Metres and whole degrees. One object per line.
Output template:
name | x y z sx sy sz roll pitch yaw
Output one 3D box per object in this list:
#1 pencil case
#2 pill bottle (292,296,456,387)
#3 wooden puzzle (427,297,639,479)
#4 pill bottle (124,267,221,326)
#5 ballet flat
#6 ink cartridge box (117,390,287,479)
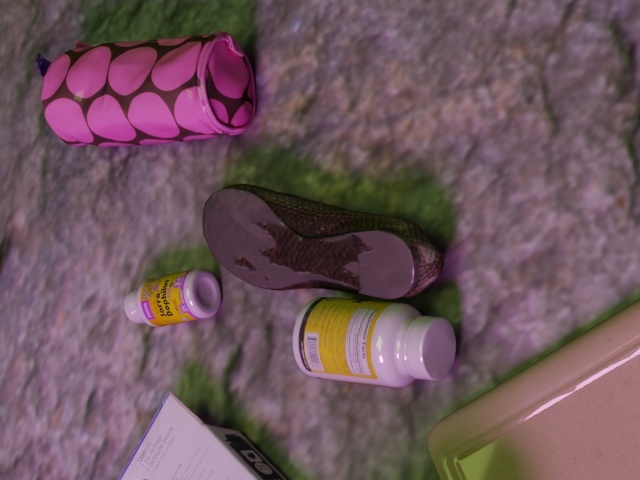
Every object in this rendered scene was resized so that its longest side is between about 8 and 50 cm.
pencil case | -0.151 -0.135 1.288 0.209 0.095 0.098 2 67 35
pill bottle | 0.042 0.078 1.113 0.116 0.065 0.065 4 84 37
wooden puzzle | 0.198 0.182 0.994 0.221 0.044 0.238 -36 58 28
pill bottle | -0.129 0.051 1.262 0.083 0.043 0.043 -13 74 35
ballet flat | 0.000 0.000 1.173 0.250 0.058 0.084 9 109 44
ink cartridge box | -0.100 0.265 1.199 0.208 0.045 0.206 40 106 34
